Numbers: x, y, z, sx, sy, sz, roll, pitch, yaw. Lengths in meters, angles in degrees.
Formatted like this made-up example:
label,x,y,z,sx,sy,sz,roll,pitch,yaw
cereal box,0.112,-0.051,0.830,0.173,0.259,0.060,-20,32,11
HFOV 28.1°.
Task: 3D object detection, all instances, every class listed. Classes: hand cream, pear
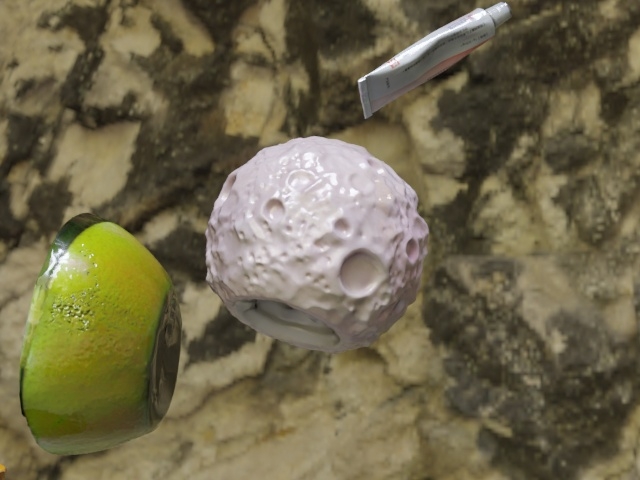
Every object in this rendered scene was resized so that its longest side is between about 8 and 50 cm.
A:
label,x,y,z,sx,sy,sz,roll,pitch,yaw
hand cream,0.133,-0.214,1.480,0.216,0.038,0.052,-32,-68,-15
pear,-0.319,0.164,2.022,0.165,0.399,0.399,8,-43,9

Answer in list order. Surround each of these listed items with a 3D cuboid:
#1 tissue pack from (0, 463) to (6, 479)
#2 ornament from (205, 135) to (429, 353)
label,x,y,z,sx,sy,sz,roll,pitch,yaw
tissue pack,-0.650,0.358,1.949,0.274,0.194,0.145,28,-70,29
ornament,0.000,0.000,1.476,0.259,0.225,0.259,16,-22,7
